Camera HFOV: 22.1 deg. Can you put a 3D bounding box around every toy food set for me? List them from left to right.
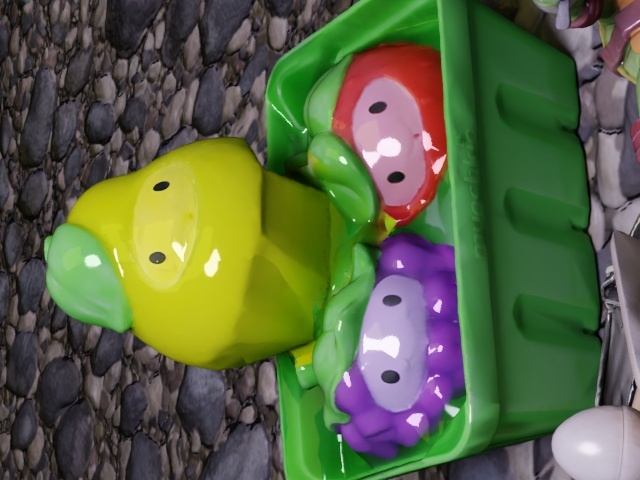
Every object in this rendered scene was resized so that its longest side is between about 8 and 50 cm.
[{"bbox_3d":[0.164,0.174,0.991,0.219,0.092,0.306,-77,-1,-68],"label":"toy food set"}]

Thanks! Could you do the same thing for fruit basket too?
[{"bbox_3d":[0.000,0.000,1.215,0.283,0.392,0.392,-28,61,54],"label":"fruit basket"}]

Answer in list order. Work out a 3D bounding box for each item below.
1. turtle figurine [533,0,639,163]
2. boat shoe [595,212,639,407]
[{"bbox_3d":[0.238,-0.145,1.017,0.274,0.198,0.266,-45,52,50],"label":"turtle figurine"},{"bbox_3d":[0.231,0.034,1.107,0.078,0.070,0.219,7,89,59],"label":"boat shoe"}]
